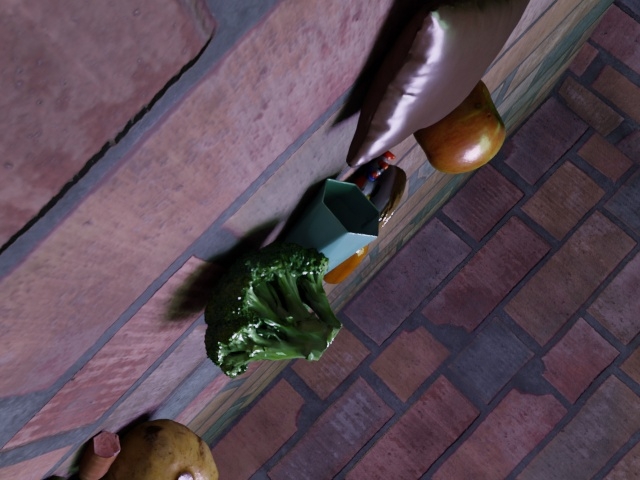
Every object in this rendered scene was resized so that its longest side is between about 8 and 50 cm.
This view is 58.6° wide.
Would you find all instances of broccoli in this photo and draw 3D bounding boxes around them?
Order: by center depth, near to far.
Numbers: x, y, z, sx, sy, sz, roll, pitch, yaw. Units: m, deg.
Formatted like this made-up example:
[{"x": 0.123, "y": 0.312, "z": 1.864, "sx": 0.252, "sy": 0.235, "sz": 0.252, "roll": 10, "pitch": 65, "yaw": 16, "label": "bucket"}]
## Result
[{"x": -0.086, "y": 0.133, "z": 1.030, "sx": 0.261, "sy": 0.241, "sz": 0.269, "roll": -64, "pitch": 169, "yaw": 15, "label": "broccoli"}]

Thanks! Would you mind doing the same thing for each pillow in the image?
[{"x": 0.181, "y": -0.272, "z": 0.891, "sx": 0.305, "sy": 0.108, "sz": 0.308, "roll": -36, "pitch": 166, "yaw": -36, "label": "pillow"}]

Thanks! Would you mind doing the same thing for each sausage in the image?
[{"x": -0.484, "y": 0.475, "z": 1.233, "sx": 0.065, "sy": 0.065, "sz": 0.169, "roll": -32, "pitch": 163, "yaw": -51, "label": "sausage"}, {"x": 0.075, "y": 0.054, "z": 1.726, "sx": 0.098, "sy": 0.098, "sz": 0.238, "roll": -37, "pitch": 167, "yaw": -39, "label": "sausage"}]

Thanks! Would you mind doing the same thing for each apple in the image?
[{"x": 0.287, "y": -0.239, "z": 1.203, "sx": 0.196, "sy": 0.196, "sz": 0.196, "roll": -44, "pitch": 169, "yaw": -11, "label": "apple"}]

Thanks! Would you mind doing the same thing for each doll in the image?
[{"x": 0.093, "y": -0.117, "z": 1.254, "sx": 0.195, "sy": 0.062, "sz": 0.104, "roll": -53, "pitch": -149, "yaw": 7, "label": "doll"}]

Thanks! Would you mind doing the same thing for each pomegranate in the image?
[{"x": -0.389, "y": 0.579, "z": 1.379, "sx": 0.281, "sy": 0.281, "sz": 0.281, "roll": -44, "pitch": 169, "yaw": -11, "label": "pomegranate"}]

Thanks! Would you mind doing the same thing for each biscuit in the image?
[{"x": 0.125, "y": -0.095, "z": 1.310, "sx": 0.181, "sy": 0.049, "sz": 0.208, "roll": -58, "pitch": -167, "yaw": 12, "label": "biscuit"}]

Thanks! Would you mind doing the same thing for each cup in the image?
[{"x": 0.000, "y": 0.000, "z": 1.158, "sx": 0.148, "sy": 0.134, "sz": 0.236, "roll": 8, "pitch": 142, "yaw": -35, "label": "cup"}]

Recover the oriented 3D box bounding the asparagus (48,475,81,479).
[{"x": -0.555, "y": 0.571, "z": 1.262, "sx": 0.343, "sy": 0.085, "sz": 0.082, "roll": 104, "pitch": 7, "yaw": -64, "label": "asparagus"}]
